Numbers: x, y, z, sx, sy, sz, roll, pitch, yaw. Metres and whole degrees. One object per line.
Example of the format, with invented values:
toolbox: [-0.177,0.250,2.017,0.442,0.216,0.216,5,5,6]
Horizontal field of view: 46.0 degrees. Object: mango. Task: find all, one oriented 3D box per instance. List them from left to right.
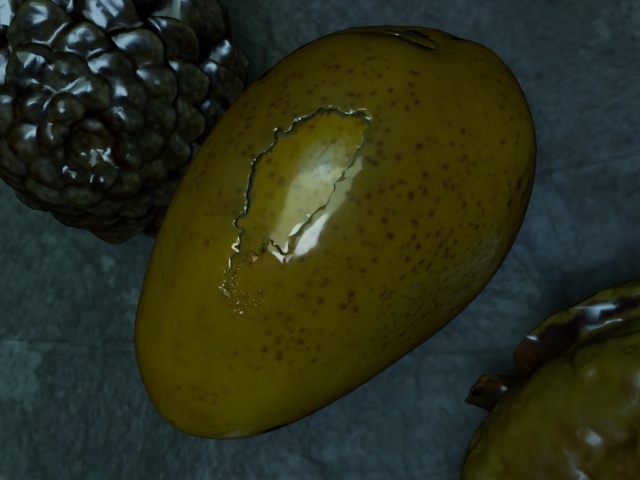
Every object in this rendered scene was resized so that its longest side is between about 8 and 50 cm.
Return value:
mango: [0.000,0.000,0.433,0.160,0.191,0.290,43,95,23]

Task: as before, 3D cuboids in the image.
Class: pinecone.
pinecone: [-0.143,-0.104,0.486,0.184,0.179,0.204,-64,29,16]

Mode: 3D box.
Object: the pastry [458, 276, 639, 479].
pastry: [0.203,0.172,0.318,0.356,0.163,0.356,-19,62,38]
